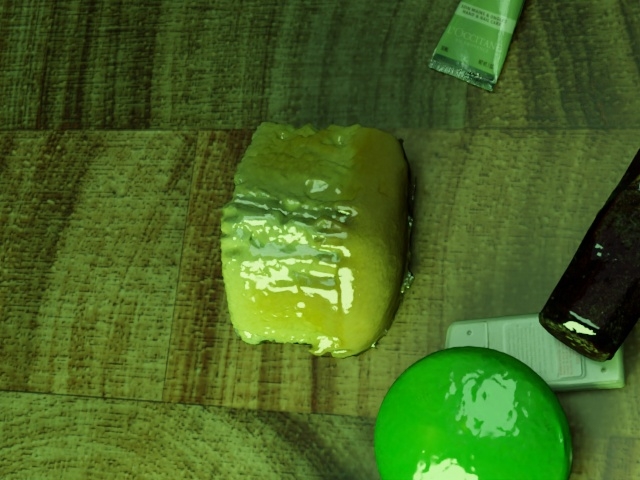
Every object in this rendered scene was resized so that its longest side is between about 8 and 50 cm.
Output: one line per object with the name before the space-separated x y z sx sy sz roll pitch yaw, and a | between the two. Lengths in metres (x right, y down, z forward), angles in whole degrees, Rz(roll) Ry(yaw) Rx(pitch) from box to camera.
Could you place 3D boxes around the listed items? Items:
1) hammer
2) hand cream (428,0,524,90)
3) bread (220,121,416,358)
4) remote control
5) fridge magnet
hammer | 0.438 0.083 1.418 0.409 0.095 0.242 33 79 19
hand cream | 0.205 -0.290 1.639 0.086 0.055 0.235 26 94 28
bread | 0.000 0.000 1.583 0.204 0.162 0.262 5 92 11
remote control | 0.225 0.120 1.532 0.190 0.029 0.087 -8 73 19
fridge magnet | 0.156 0.211 1.489 0.208 0.088 0.208 1 93 19
